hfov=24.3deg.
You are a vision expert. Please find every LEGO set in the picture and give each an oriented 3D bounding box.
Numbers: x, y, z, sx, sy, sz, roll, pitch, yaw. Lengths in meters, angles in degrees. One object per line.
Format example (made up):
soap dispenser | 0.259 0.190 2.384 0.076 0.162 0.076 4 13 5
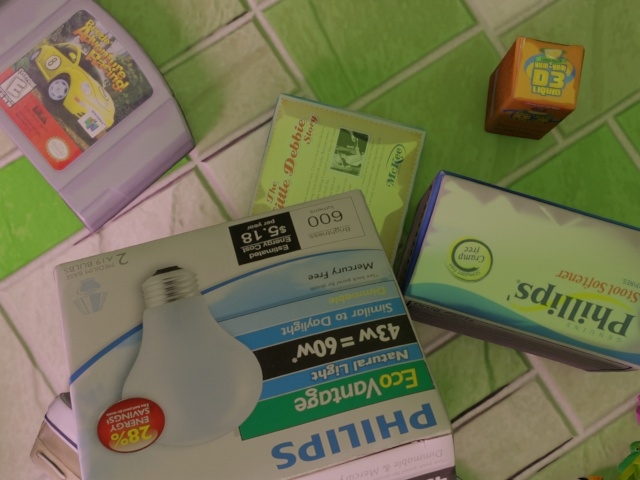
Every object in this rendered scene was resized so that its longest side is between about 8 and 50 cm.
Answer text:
LEGO set | 0.352 0.274 1.756 0.227 0.093 0.087 -38 123 -31

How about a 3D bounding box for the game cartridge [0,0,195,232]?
game cartridge | -0.299 -0.181 1.809 0.196 0.060 0.294 -41 86 -9

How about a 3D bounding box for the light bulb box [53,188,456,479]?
light bulb box | -0.069 0.179 1.541 0.357 0.225 0.361 -15 44 -5

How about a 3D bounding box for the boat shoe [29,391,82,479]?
boat shoe | -0.218 0.292 1.705 0.302 0.109 0.094 37 103 33

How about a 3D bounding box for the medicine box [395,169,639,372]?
medicine box | 0.226 0.043 1.675 0.263 0.289 0.149 16 84 0

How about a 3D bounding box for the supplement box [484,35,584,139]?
supplement box | 0.245 -0.175 1.728 0.078 0.233 0.080 9 83 0

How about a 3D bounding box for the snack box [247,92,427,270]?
snack box | 0.000 0.000 1.790 0.187 0.060 0.322 15 84 -1

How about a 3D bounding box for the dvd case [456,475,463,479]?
dvd case | 0.168 0.338 1.781 0.119 0.013 0.087 36 84 2
